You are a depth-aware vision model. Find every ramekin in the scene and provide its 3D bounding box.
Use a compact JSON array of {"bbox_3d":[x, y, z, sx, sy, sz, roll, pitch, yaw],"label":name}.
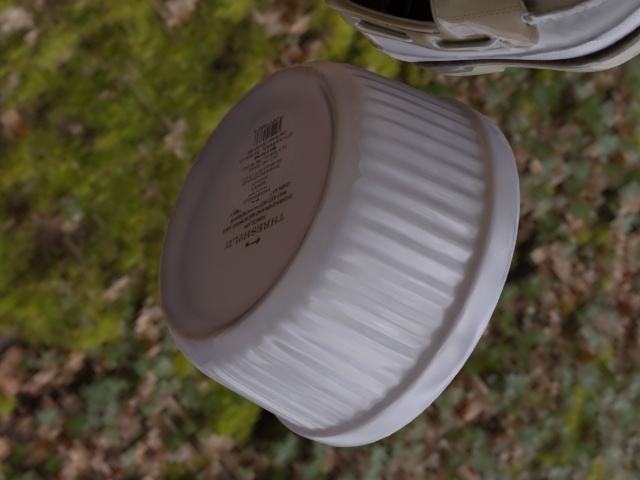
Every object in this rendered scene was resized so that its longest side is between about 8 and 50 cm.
[{"bbox_3d":[0.000,0.000,0.933,0.207,0.109,0.207,-39,-142,38],"label":"ramekin"}]

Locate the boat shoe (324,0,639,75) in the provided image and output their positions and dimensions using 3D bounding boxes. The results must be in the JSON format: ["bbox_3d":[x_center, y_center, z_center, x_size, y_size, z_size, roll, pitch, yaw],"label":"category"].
[{"bbox_3d":[0.107,-0.157,0.990,0.302,0.103,0.113,-14,-114,59],"label":"boat shoe"}]
